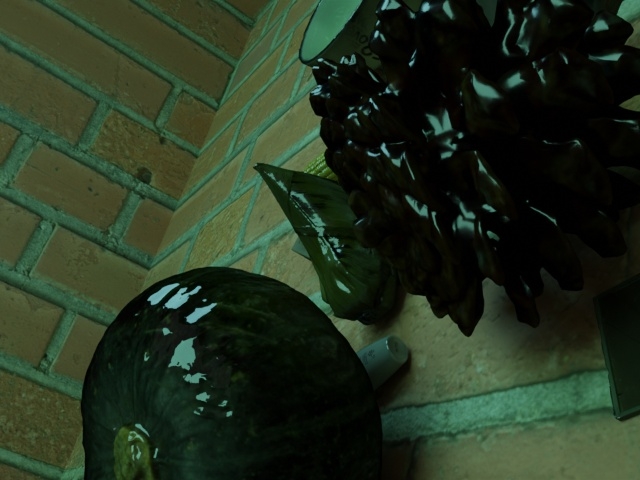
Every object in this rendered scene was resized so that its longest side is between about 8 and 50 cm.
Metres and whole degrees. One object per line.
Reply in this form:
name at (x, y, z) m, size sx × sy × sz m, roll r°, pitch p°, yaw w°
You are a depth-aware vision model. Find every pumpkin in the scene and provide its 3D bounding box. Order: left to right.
pumpkin at (-0.122, 0.253, 0.941) m, size 0.455 × 0.344 × 0.453 m, roll 4°, pitch 96°, yaw 43°

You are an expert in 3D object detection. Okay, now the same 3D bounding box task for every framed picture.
framed picture at (0.326, 0.093, 0.676) m, size 0.109 × 0.011 × 0.149 m, roll -39°, pitch 30°, yaw 40°

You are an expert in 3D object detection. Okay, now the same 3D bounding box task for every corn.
corn at (0.041, -0.167, 1.490) m, size 0.248 × 0.081 × 0.081 m, roll -26°, pitch 40°, yaw 53°

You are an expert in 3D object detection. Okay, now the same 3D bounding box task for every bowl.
bowl at (0.121, -0.520, 1.609) m, size 0.354 × 0.185 × 0.353 m, roll -46°, pitch 26°, yaw 31°

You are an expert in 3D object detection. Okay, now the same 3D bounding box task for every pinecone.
pinecone at (0.184, -0.107, 0.760) m, size 0.398 × 0.398 × 0.397 m, roll -46°, pitch 27°, yaw 31°

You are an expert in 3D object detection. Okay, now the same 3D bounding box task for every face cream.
face cream at (0.058, 0.205, 1.043) m, size 0.182 × 0.051 × 0.072 m, roll -43°, pitch 36°, yaw 35°

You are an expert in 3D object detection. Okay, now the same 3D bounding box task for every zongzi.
zongzi at (0.000, 0.000, 1.125) m, size 0.125 × 0.275 × 0.250 m, roll -51°, pitch 23°, yaw 39°

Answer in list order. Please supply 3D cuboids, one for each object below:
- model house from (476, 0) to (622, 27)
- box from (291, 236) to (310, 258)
model house at (0.312, -0.288, 0.903) m, size 0.188 × 0.229 × 0.122 m, roll -18°, pitch 37°, yaw 6°
box at (0.027, -0.014, 1.364) m, size 0.141 × 0.058 × 0.201 m, roll -62°, pitch 22°, yaw -5°
